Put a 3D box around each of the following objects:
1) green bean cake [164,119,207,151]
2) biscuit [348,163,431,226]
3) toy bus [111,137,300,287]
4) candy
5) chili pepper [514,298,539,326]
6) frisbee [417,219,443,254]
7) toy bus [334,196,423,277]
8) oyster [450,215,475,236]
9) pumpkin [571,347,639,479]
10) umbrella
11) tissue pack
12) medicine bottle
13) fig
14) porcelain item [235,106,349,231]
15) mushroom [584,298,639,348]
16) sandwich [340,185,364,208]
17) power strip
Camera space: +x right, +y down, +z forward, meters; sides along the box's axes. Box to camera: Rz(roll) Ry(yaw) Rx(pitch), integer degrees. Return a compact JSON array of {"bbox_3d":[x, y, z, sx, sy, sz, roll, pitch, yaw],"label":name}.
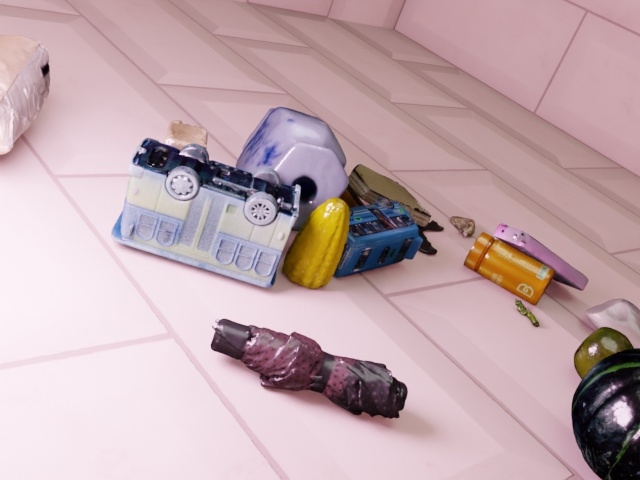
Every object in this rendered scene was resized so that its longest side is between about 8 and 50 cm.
[{"bbox_3d":[-0.284,-0.138,1.483,0.085,0.179,0.109,14,27,-14],"label":"green bean cake"},{"bbox_3d":[0.154,-0.113,1.821,0.252,0.052,0.150,20,24,-45],"label":"biscuit"},{"bbox_3d":[-0.205,-0.054,1.375,0.312,0.190,0.152,18,27,-9],"label":"toy bus"},{"bbox_3d":[0.000,0.000,1.429,0.094,0.198,0.106,-6,46,-35],"label":"candy"},{"bbox_3d":[0.462,0.162,1.667,0.027,0.022,0.083,3,37,-36],"label":"chili pepper"},{"bbox_3d":[0.249,-0.029,1.869,0.187,0.012,0.211,-3,36,-42],"label":"frisbee"},{"bbox_3d":[0.099,-0.006,1.602,0.246,0.113,0.134,-10,45,-44],"label":"toy bus"},{"bbox_3d":[0.374,-0.046,1.965,0.083,0.038,0.081,37,32,24],"label":"oyster"},{"bbox_3d":[0.584,0.307,1.258,0.315,0.238,0.315,16,32,-10],"label":"pumpkin"},{"bbox_3d":[-0.019,0.200,1.164,0.326,0.090,0.094,20,30,-5],"label":"umbrella"},{"bbox_3d":[-0.733,-0.280,1.418,0.376,0.195,0.390,3,30,-10],"label":"tissue pack"},{"bbox_3d":[0.442,0.065,1.747,0.192,0.096,0.096,31,28,16],"label":"medicine bottle"},{"bbox_3d":[0.583,0.258,1.484,0.123,0.123,0.156,-10,53,-46],"label":"fig"},{"bbox_3d":[-0.068,-0.168,1.640,0.178,0.242,0.405,35,11,-20],"label":"porcelain item"},{"bbox_3d":[0.708,0.216,1.691,0.116,0.093,0.225,-23,59,-35],"label":"mushroom"},{"bbox_3d":[0.039,-0.074,1.791,0.163,0.113,0.079,50,15,-27],"label":"sandwich"},{"bbox_3d":[0.534,0.042,1.798,0.279,0.037,0.109,31,-1,-30],"label":"power strip"}]
